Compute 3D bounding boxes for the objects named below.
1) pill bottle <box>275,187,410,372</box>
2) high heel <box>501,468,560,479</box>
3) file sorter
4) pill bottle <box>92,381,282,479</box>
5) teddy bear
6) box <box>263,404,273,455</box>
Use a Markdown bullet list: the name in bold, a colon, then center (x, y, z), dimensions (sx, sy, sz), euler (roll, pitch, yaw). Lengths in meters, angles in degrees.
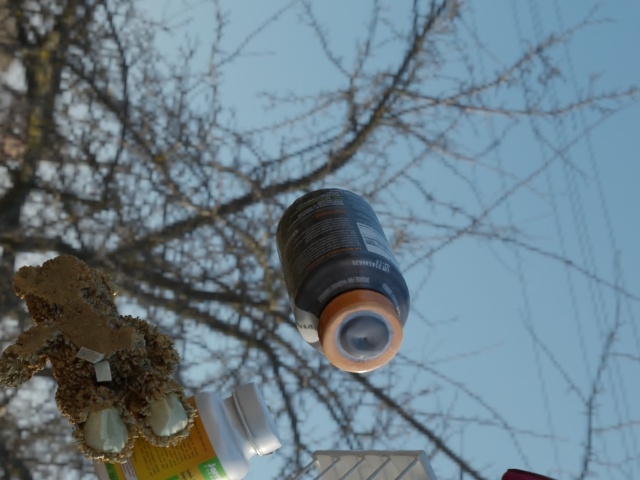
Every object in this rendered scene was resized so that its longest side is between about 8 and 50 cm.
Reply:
- **pill bottle**: center (0.026, 0.046, 1.276), dimensions (0.246, 0.130, 0.130), euler (-107, -151, -62)
- **high heel**: center (0.342, 0.419, 1.294), dimensions (0.181, 0.377, 0.127), euler (-55, 164, -13)
- **file sorter**: center (0.072, 0.500, 2.025), dimensions (0.277, 0.173, 0.193), euler (-11, -72, 46)
- **pill bottle**: center (-0.185, 0.296, 1.604), dimensions (0.136, 0.245, 0.136), euler (155, -90, -87)
- **teddy bear**: center (-0.307, 0.169, 1.543), dimensions (0.338, 0.245, 0.113), euler (37, -42, 23)
- **box**: center (-0.118, 0.311, 1.912), dimensions (0.136, 0.028, 0.081), euler (-178, -96, -67)
